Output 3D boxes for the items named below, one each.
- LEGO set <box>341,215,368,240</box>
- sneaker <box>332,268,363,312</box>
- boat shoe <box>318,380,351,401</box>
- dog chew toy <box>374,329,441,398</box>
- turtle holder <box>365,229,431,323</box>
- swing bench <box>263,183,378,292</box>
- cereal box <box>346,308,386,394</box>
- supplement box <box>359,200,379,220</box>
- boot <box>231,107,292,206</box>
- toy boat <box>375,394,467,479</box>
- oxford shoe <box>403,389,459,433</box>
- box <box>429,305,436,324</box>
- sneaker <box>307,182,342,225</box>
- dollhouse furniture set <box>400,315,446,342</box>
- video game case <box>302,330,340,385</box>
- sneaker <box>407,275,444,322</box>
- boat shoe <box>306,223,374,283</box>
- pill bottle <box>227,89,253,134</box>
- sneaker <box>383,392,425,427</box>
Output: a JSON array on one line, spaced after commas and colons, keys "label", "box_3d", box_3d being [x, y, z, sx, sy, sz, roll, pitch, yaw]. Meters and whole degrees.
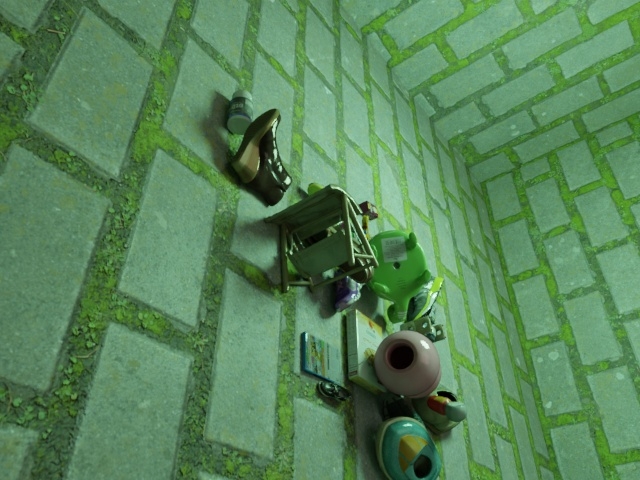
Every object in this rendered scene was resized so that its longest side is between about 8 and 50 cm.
[{"label": "LEGO set", "box_3d": [0.135, -0.045, 1.912, 0.227, 0.087, 0.093, -19, 113, -75]}, {"label": "sneaker", "box_3d": [0.081, 0.151, 1.763, 0.104, 0.095, 0.236, 51, 26, -10]}, {"label": "boat shoe", "box_3d": [0.043, 0.437, 1.527, 0.125, 0.038, 0.046, 40, 37, -36]}, {"label": "dog chew toy", "box_3d": [0.303, 0.425, 1.728, 0.332, 0.207, 0.206, 51, 28, -54]}, {"label": "turtle holder", "box_3d": [0.280, 0.120, 1.944, 0.320, 0.243, 0.227, 53, -9, -1]}, {"label": "swing bench", "box_3d": [0.000, 0.000, 1.572, 0.165, 0.253, 0.254, 9, 61, -56]}, {"label": "cereal box", "box_3d": [0.152, 0.370, 1.741, 0.173, 0.047, 0.240, 39, 37, -41]}, {"label": "supplement box", "box_3d": [0.205, -0.125, 2.209, 0.083, 0.043, 0.055, 24, 50, -49]}, {"label": "boot", "box_3d": [-0.154, -0.257, 1.625, 0.207, 0.090, 0.248, 45, 67, -40]}, {"label": "toy boat", "box_3d": [0.316, 0.609, 1.612, 0.318, 0.148, 0.267, -46, 109, -21]}, {"label": "oxford shoe", "box_3d": [0.459, 0.628, 1.940, 0.397, 0.147, 0.140, 25, 47, -50]}, {"label": "box", "box_3d": [0.468, 0.296, 2.330, 0.137, 0.027, 0.094, 50, 34, -24]}, {"label": "sneaker", "box_3d": [0.008, -0.105, 1.841, 0.208, 0.081, 0.094, 63, 32, -4]}, {"label": "dollhouse furniture set", "box_3d": [0.412, 0.412, 2.048, 0.129, 0.129, 0.183, 31, 43, -44]}, {"label": "video game case", "box_3d": [0.003, 0.351, 1.553, 0.166, 0.015, 0.119, 36, 41, -41]}, {"label": "sneaker", "box_3d": [0.420, 0.251, 2.221, 0.300, 0.121, 0.111, -51, 156, -43]}, {"label": "boat shoe", "box_3d": [0.038, 0.023, 1.715, 0.324, 0.123, 0.116, 46, 38, 19]}, {"label": "pill bottle", "box_3d": [-0.251, -0.405, 1.654, 0.078, 0.078, 0.137, 36, 40, -41]}, {"label": "sneaker", "box_3d": [0.284, 0.607, 1.756, 0.267, 0.101, 0.106, 60, 12, -15]}]
